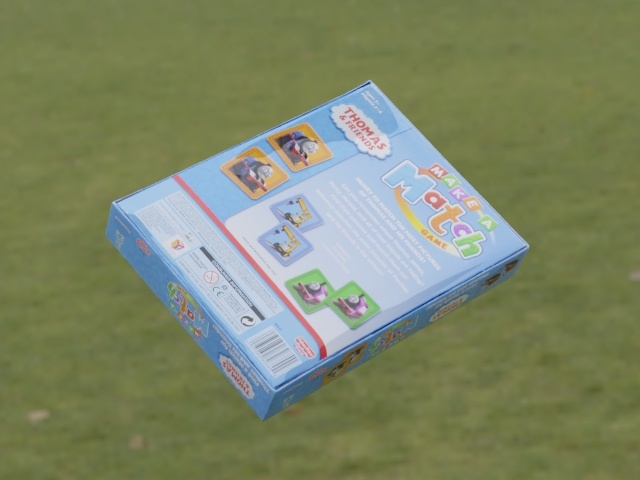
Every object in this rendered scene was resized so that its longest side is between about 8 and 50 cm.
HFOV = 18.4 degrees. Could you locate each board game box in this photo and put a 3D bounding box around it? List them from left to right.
[{"bbox_3d":[0.000,0.000,1.219,0.211,0.039,0.160,-28,64,-31],"label":"board game box"}]
